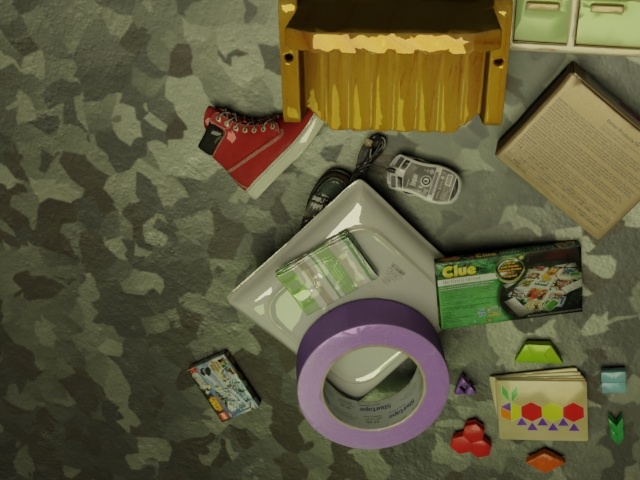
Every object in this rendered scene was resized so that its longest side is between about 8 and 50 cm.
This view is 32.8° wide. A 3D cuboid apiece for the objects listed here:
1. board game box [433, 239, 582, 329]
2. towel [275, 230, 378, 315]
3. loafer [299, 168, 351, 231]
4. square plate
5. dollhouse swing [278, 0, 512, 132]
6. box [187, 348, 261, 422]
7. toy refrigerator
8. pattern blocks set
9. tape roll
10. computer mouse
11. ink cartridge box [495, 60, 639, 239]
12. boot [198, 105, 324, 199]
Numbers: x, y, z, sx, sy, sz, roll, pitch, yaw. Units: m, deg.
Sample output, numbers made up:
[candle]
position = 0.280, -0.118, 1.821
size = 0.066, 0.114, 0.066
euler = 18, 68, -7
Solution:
[board game box]
position = 0.336, 0.080, 1.943
size = 0.259, 0.030, 0.136
euler = -7, 116, -1
[towel]
position = 0.012, 0.061, 1.915
size = 0.152, 0.023, 0.113
euler = -30, 115, 13
[loafer]
position = 0.000, 0.000, 1.987
size = 0.096, 0.084, 0.268
euler = 21, 120, 4
[square plate]
position = 0.067, 0.111, 1.986
size = 0.344, 0.049, 0.347
euler = -42, 113, 18
[dollhouse swing]
position = 0.109, -0.233, 1.633
size = 0.346, 0.305, 0.315
euler = 1, 127, 3
[box]
position = -0.195, 0.295, 2.208
size = 0.094, 0.027, 0.137
euler = -25, 107, 21
[toy refrigerator]
position = 0.430, -0.351, 1.715
size = 0.269, 0.094, 0.102
euler = 6, 116, 11
[pattern blocks set]
position = 0.416, 0.316, 2.074
size = 0.324, 0.026, 0.285
euler = 6, 116, 10
[tape roll]
position = 0.093, 0.245, 1.982
size = 0.274, 0.090, 0.275
euler = -2, 119, -3
[computer mouse]
position = 0.154, -0.113, 1.919
size = 0.193, 0.042, 0.106
euler = 20, 95, 3
[ink cartridge box]
position = 0.441, -0.149, 1.812
size = 0.234, 0.088, 0.193
euler = 39, 116, -6
[boot]
position = -0.106, -0.206, 1.919
size = 0.176, 0.088, 0.244
euler = 43, 120, -7
